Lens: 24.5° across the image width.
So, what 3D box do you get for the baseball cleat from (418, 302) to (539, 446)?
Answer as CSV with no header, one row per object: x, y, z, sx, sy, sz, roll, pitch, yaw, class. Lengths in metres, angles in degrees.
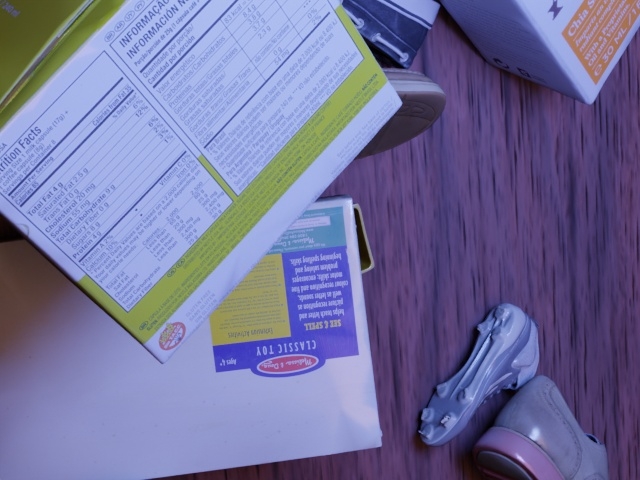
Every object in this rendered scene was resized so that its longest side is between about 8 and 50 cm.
0.210,0.182,1.842,0.109,0.072,0.206,35,89,-35,baseball cleat

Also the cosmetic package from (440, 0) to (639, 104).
0.214,-0.360,1.569,0.230,0.161,0.453,-58,143,-4,cosmetic package

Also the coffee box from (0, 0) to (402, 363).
-0.197,-0.166,1.341,0.338,0.337,0.334,-47,140,-7,coffee box

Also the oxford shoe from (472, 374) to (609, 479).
0.343,0.335,1.907,0.146,0.140,0.397,-54,131,-25,oxford shoe

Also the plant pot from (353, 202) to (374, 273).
0.000,0.000,1.684,0.081,0.083,0.082,-23,112,-21,plant pot

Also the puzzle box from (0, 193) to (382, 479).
-0.150,0.110,1.549,0.408,0.052,0.272,-7,97,-2,puzzle box

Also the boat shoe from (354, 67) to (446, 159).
-0.026,-0.159,1.606,0.341,0.110,0.122,-5,147,-22,boat shoe

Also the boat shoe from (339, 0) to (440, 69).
-0.003,-0.266,1.606,0.306,0.113,0.105,18,97,-44,boat shoe
